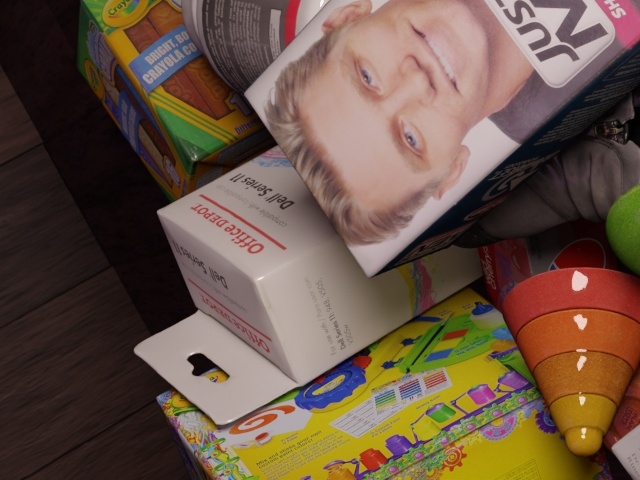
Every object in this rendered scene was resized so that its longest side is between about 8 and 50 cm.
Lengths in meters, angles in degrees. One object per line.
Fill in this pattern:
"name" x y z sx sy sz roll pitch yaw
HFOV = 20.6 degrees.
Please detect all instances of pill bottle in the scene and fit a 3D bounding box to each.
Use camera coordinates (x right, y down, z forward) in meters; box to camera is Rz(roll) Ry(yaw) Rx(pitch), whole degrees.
"pill bottle" -0.003 -0.197 1.552 0.318 0.176 0.176 23 140 60

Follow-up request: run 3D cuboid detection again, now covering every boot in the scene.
"boot" 0.153 -0.162 1.302 0.223 0.118 0.338 -11 103 48

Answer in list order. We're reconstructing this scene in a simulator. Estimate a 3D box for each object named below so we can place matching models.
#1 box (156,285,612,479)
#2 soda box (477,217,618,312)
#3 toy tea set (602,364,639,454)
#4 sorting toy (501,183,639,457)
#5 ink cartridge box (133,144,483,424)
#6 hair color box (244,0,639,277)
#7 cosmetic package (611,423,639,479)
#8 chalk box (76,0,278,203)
"box" 0.055 0.192 1.509 0.279 0.290 0.177 43 156 59
"soda box" 0.201 0.043 1.519 0.083 0.092 0.263 40 153 46
"toy tea set" 0.357 0.187 1.367 0.200 0.124 0.336 -33 83 42
"sorting toy" 0.246 0.046 1.203 0.365 0.127 0.126 134 147 -52
"ink cartridge box" 0.000 0.000 1.562 0.207 0.353 0.119 31 146 55
"hair color box" 0.115 -0.140 1.202 0.347 0.105 0.174 -44 75 40
"cosmetic package" 0.360 0.116 1.063 0.217 0.156 0.385 54 153 9
"chalk box" -0.149 -0.205 1.915 0.289 0.180 0.179 54 161 11
